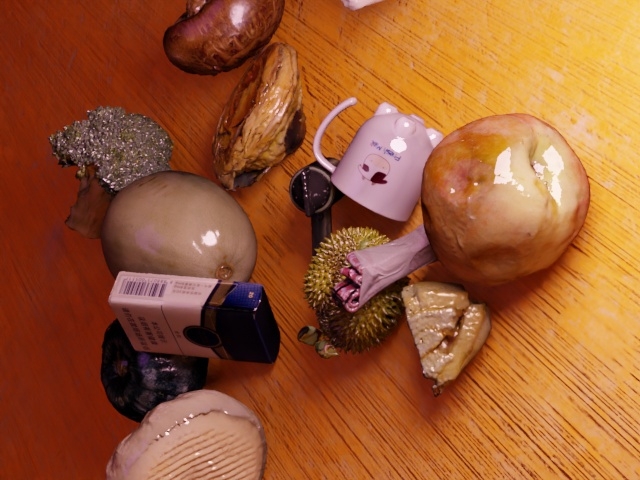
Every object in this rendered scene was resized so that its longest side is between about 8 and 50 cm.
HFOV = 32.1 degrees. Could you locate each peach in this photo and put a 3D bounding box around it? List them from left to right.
[{"bbox_3d":[0.220,-0.047,1.439,0.235,0.214,0.214,-44,47,44],"label":"peach"}]

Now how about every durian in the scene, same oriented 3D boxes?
[{"bbox_3d":[0.062,0.077,1.654,0.159,0.146,0.198,-4,83,37],"label":"durian"}]

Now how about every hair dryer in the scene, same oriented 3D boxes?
[{"bbox_3d":[0.000,0.000,1.763,0.078,0.195,0.248,-2,100,12],"label":"hair dryer"}]

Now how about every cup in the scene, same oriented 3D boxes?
[{"bbox_3d":[0.093,-0.132,1.678,0.173,0.134,0.142,39,108,37],"label":"cup"}]

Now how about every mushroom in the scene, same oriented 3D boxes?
[{"bbox_3d":[-0.172,-0.399,2.052,0.253,0.253,0.153,-31,97,42],"label":"mushroom"}]

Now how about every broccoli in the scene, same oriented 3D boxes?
[{"bbox_3d":[-0.425,-0.109,2.333,0.361,0.252,0.221,100,168,-61],"label":"broccoli"}]

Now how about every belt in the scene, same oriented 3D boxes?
[{"bbox_3d":[0.116,0.023,1.554,0.053,0.232,0.071,37,149,51],"label":"belt"}]

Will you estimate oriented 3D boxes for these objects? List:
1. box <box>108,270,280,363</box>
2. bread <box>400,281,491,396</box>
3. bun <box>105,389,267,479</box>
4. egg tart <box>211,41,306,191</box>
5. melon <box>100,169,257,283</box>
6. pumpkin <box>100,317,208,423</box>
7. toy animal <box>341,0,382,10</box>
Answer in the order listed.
[{"bbox_3d":[-0.205,0.130,1.853,0.259,0.168,0.071,5,54,16],"label":"box"},{"bbox_3d":[0.181,0.126,1.518,0.103,0.110,0.156,-69,-39,-82],"label":"bread"},{"bbox_3d":[-0.230,0.366,1.808,0.146,0.287,0.287,28,100,47],"label":"bun"},{"bbox_3d":[-0.100,-0.212,1.979,0.297,0.132,0.297,-46,32,40],"label":"egg tart"},{"bbox_3d":[-0.251,0.001,1.981,0.308,0.272,0.272,16,91,21],"label":"melon"},{"bbox_3d":[-0.307,0.224,2.048,0.233,0.163,0.233,-1,89,53],"label":"pumpkin"},{"bbox_3d":[0.108,-0.548,1.763,0.266,0.188,0.308,-21,97,5],"label":"toy animal"}]
